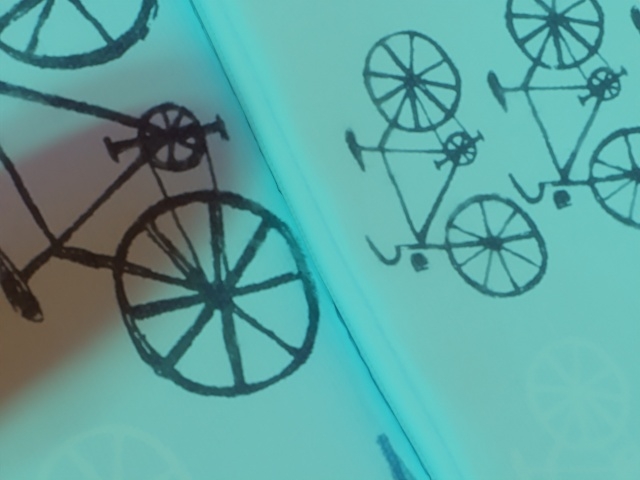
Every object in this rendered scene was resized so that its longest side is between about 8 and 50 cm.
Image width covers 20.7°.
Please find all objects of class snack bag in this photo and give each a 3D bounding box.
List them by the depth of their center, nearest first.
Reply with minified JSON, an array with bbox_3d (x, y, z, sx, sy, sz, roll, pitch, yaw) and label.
[{"bbox_3d":[0.000,0.000,0.506,0.323,0.342,0.037,64,162,11],"label":"snack bag"}]
